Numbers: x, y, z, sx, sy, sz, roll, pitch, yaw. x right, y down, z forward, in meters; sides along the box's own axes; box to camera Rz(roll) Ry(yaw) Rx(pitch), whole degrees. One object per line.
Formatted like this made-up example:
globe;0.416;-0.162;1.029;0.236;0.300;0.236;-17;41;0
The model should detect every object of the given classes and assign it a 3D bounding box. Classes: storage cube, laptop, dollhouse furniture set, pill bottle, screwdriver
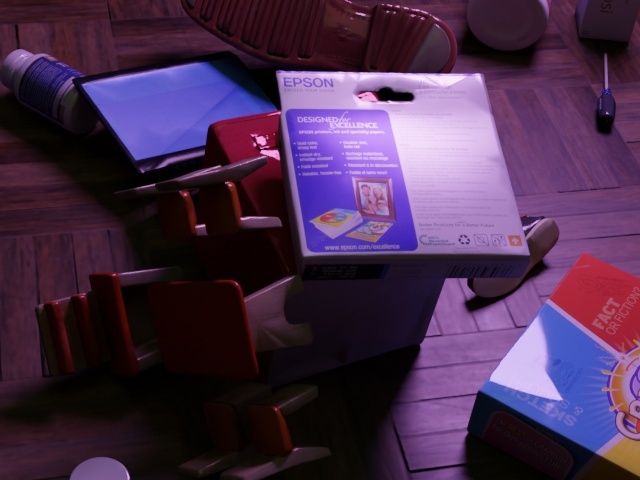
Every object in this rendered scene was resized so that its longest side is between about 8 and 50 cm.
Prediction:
storage cube;0.000;0.000;1.230;0.184;0.215;0.193;-14;53;-21
laptop;-0.098;-0.157;1.397;0.234;0.136;0.264;-18;6;-38
dollhouse furniture set;-0.132;0.076;1.108;0.135;0.262;0.259;-15;5;-35
pill bottle;0.263;-0.350;1.705;0.108;0.108;0.193;13;43;6
pill bottle;-0.177;0.230;1.024;0.065;0.116;0.065;4;43;-4
screwdriver;0.368;-0.202;1.622;0.024;0.025;0.170;11;44;4
pill bottle;-0.315;-0.178;1.476;0.120;0.067;0.067;29;47;22

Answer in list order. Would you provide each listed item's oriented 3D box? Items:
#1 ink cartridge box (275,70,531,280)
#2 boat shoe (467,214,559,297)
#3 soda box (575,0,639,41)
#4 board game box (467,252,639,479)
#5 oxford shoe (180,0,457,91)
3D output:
ink cartridge box;0.068;-0.060;1.131;0.206;0.045;0.208;0;57;-13
boat shoe;0.201;0.018;1.356;0.133;0.049;0.042;-38;31;-29
soda box;0.397;-0.372;1.665;0.074;0.216;0.069;6;43;-1
board game box;0.336;0.164;1.199;0.317;0.064;0.242;27;47;20
oxford shoe;-0.005;-0.251;1.566;0.348;0.130;0.123;21;85;5
